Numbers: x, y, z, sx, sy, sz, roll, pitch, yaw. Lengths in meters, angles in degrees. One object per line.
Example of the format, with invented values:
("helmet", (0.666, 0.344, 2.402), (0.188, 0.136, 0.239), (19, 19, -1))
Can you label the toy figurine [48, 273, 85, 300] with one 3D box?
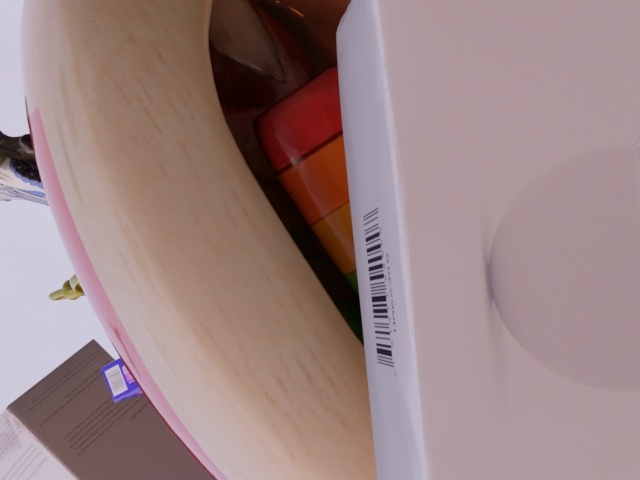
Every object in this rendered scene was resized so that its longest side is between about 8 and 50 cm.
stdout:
("toy figurine", (-0.070, -0.046, 1.255), (0.362, 0.217, 0.191), (4, 174, -27))

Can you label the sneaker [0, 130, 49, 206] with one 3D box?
("sneaker", (-0.234, -0.053, 0.931), (0.135, 0.058, 0.052), (20, -122, 3))

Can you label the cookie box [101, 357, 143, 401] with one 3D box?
("cookie box", (-0.151, 0.122, 1.330), (0.107, 0.092, 0.040), (-7, -109, -57))

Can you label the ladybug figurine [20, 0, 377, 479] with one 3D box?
("ladybug figurine", (0.000, 0.000, 0.681), (0.305, 0.162, 0.449), (-33, -85, -46))

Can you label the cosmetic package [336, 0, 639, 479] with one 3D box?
("cosmetic package", (0.131, 0.010, 0.485), (0.224, 0.224, 0.138), (-5, 177, -4))

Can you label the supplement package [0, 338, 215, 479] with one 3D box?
("supplement package", (-0.248, 0.300, 1.538), (0.293, 0.175, 0.177), (44, -145, 3))
